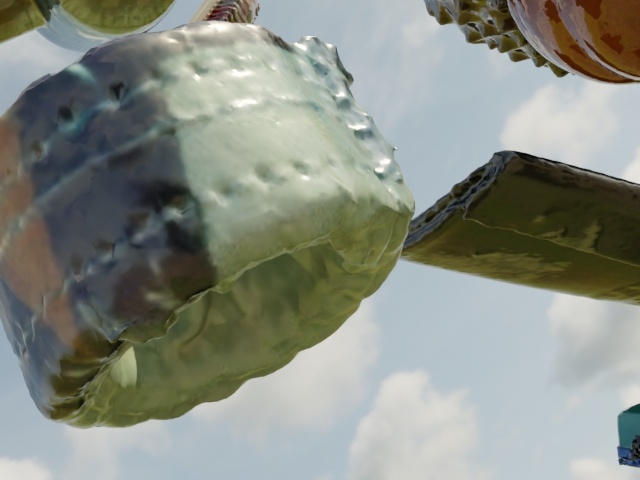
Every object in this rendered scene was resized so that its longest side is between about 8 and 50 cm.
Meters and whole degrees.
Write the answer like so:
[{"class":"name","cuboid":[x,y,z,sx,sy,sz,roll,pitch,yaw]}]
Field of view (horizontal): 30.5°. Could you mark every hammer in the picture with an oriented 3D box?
[{"class":"hammer","cuboid":[-0.252,-0.159,0.854,0.305,0.113,0.202,-25,8,-16]}]

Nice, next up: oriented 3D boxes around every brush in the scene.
[{"class":"brush","cuboid":[-0.141,-0.201,1.339,0.321,0.050,0.060,-64,-33,-43]}]

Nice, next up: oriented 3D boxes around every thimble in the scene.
[{"class":"thimble","cuboid":[-0.069,-0.007,0.651,0.237,0.150,0.237,-25,-20,-10]}]

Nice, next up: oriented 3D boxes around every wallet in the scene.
[{"class":"wallet","cuboid":[0.222,0.006,0.942,0.321,0.044,0.170,10,-26,-30]}]

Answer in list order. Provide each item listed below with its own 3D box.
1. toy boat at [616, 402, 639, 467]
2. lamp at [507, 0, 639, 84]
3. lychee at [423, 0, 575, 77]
[{"class":"toy boat","cuboid":[0.279,0.150,0.776,0.175,0.110,0.091,-7,1,-26]},{"class":"lamp","cuboid":[0.230,-0.194,0.775,0.223,0.196,0.223,-24,12,6]},{"class":"lychee","cuboid":[0.245,-0.325,1.049,0.380,0.432,0.380,-47,12,13]}]
